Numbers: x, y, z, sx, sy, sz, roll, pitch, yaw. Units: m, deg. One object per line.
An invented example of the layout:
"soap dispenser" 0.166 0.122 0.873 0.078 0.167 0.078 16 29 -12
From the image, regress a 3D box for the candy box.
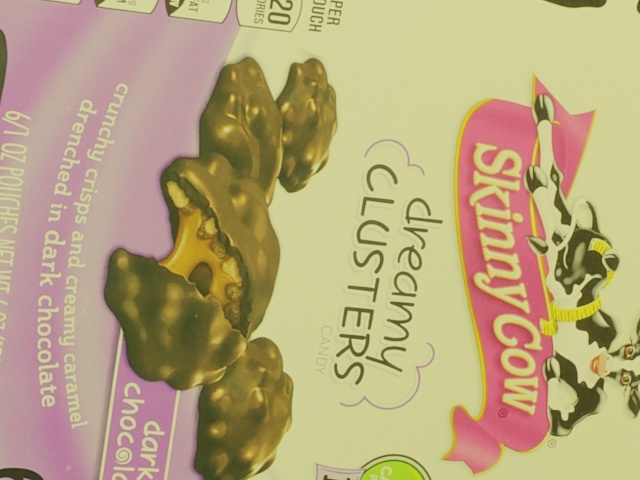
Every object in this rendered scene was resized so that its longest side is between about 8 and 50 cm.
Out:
"candy box" 0.000 0.000 0.484 0.196 0.070 0.165 5 105 -14
